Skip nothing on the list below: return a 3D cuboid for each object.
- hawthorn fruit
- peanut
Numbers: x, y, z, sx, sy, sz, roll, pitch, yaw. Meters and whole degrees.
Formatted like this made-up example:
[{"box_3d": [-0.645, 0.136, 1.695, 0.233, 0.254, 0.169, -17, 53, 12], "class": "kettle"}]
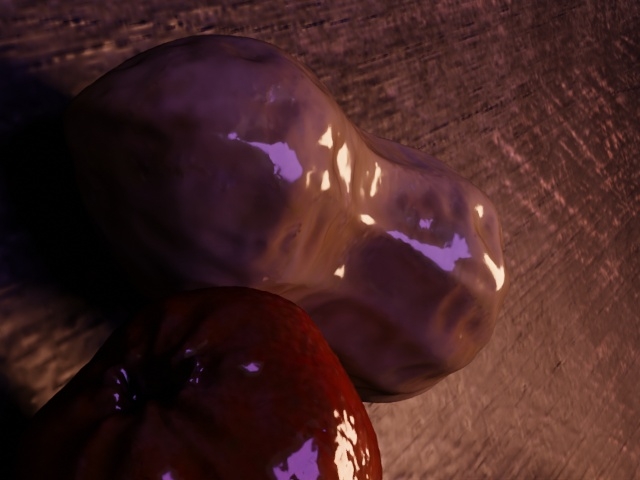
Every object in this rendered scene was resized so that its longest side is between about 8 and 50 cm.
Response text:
[{"box_3d": [-0.036, 0.080, 0.479, 0.128, 0.128, 0.128, 37, 46, -53], "class": "hawthorn fruit"}, {"box_3d": [0.000, 0.000, 0.579, 0.274, 0.125, 0.111, 28, 81, -56], "class": "peanut"}]
